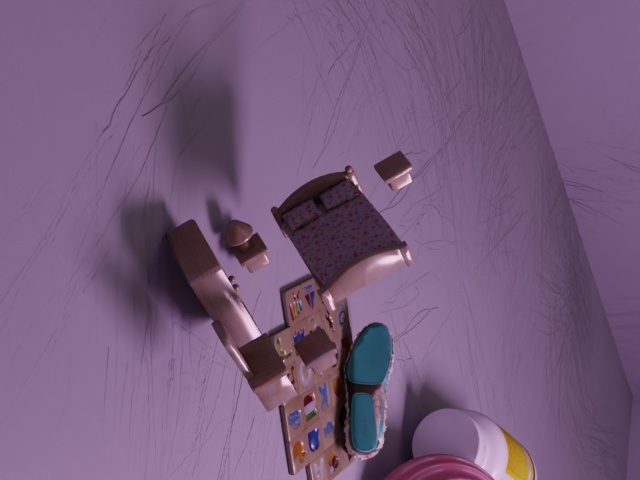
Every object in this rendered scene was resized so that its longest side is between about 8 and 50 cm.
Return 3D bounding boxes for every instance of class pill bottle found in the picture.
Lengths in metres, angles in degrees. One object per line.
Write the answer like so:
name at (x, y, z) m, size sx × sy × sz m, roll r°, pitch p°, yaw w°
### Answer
pill bottle at (0.310, 0.452, 2.254) m, size 0.334 × 0.188 × 0.188 m, roll 43°, pitch 49°, yaw -55°

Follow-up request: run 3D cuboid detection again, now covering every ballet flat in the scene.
ballet flat at (0.077, 0.263, 1.924) m, size 0.077 × 0.091 × 0.241 m, roll 105°, pitch -5°, yaw -71°

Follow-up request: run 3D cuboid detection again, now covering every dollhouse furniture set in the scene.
dollhouse furniture set at (0.000, 0.000, 1.478) m, size 0.303 × 0.355 × 0.174 m, roll 56°, pitch -5°, yaw 49°

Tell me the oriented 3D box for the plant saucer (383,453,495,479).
plant saucer at (0.229, 0.553, 1.986) m, size 0.332 × 0.084 × 0.332 m, roll 4°, pitch 81°, yaw -26°

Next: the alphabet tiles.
alphabet tiles at (-0.001, 0.234, 1.848) m, size 0.285 × 0.011 × 0.342 m, roll -24°, pitch 108°, yaw -63°
